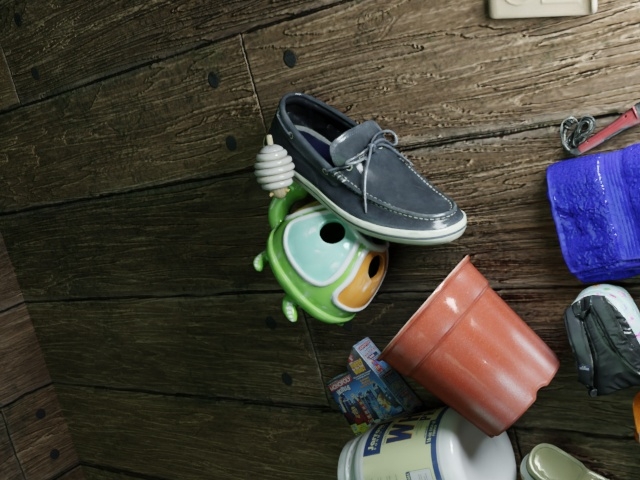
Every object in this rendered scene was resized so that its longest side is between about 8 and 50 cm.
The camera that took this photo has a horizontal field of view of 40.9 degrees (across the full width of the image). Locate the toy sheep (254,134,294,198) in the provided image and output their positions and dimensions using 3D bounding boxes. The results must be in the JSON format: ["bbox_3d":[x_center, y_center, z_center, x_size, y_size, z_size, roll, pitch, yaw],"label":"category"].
[{"bbox_3d":[-0.093,-0.147,1.721,0.091,0.091,0.132,-3,107,41],"label":"toy sheep"}]

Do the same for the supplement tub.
[{"bbox_3d":[0.219,0.483,1.812,0.324,0.235,0.235,-24,92,39],"label":"supplement tub"}]

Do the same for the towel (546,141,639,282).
[{"bbox_3d":[0.535,-0.047,1.432,0.308,0.076,0.228,-13,100,43],"label":"towel"}]

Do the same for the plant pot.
[{"bbox_3d":[0.293,0.216,1.646,0.265,0.272,0.272,42,131,9],"label":"plant pot"}]

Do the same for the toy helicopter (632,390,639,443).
[{"bbox_3d":[0.619,0.425,1.517,0.235,0.140,0.355,45,124,47],"label":"toy helicopter"}]

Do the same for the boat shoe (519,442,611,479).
[{"bbox_3d":[0.527,0.519,1.676,0.302,0.113,0.103,40,152,17],"label":"boat shoe"}]

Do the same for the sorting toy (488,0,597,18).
[{"bbox_3d":[0.367,-0.471,1.426,0.208,0.038,0.193,11,115,42],"label":"sorting toy"}]

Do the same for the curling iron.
[{"bbox_3d":[0.508,-0.216,1.410,0.274,0.035,0.068,-27,90,44],"label":"curling iron"}]

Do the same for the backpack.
[{"bbox_3d":[0.511,0.169,1.521,0.152,0.115,0.182,-28,88,32],"label":"backpack"}]

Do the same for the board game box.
[{"bbox_3d":[0.110,0.331,1.975,0.194,0.060,0.194,-33,84,44],"label":"board game box"}]

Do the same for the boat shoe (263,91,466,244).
[{"bbox_3d":[0.078,-0.148,1.713,0.500,0.186,0.156,35,134,31],"label":"boat shoe"}]

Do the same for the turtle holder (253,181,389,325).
[{"bbox_3d":[0.015,0.011,1.830,0.227,0.243,0.320,-45,37,28],"label":"turtle holder"}]
